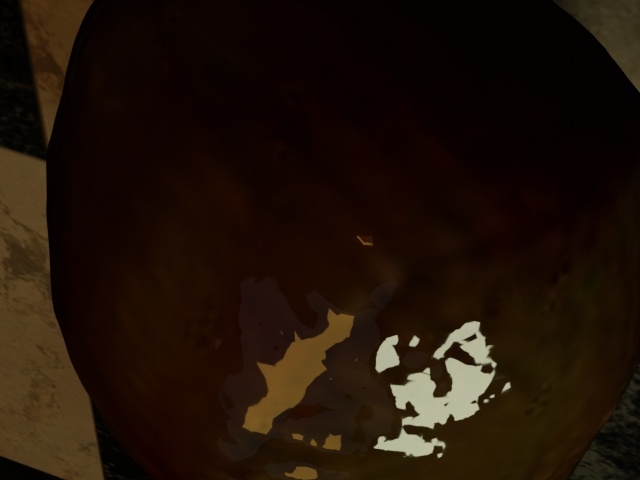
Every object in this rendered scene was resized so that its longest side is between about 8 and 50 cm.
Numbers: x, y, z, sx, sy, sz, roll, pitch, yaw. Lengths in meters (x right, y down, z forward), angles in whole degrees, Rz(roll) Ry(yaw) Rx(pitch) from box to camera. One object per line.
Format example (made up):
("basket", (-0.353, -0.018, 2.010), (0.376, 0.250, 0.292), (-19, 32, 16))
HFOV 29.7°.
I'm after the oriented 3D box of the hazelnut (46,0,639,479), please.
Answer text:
("hazelnut", (0.000, 0.000, 0.741), (0.421, 0.353, 0.421), (39, 163, 14))
